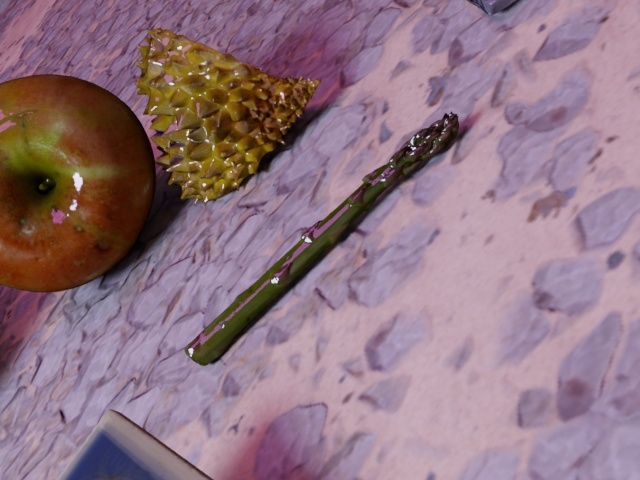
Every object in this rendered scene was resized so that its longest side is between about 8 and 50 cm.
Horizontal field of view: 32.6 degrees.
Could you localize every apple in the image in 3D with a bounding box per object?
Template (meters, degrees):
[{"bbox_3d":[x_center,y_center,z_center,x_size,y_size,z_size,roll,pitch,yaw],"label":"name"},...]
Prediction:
[{"bbox_3d":[-0.242,-0.053,0.978,0.196,0.196,0.196,-35,30,24],"label":"apple"}]

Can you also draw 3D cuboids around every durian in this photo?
[{"bbox_3d":[-0.089,-0.112,0.945,0.132,0.165,0.182,-16,45,-24],"label":"durian"}]

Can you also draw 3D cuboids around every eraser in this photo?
[{"bbox_3d":[0.120,-0.186,0.808,0.027,0.019,0.099,-31,30,2],"label":"eraser"}]

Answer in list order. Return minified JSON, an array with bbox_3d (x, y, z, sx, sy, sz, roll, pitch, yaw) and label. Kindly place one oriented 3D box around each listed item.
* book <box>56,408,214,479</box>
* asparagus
[{"bbox_3d":[-0.131,0.260,0.527,0.228,0.018,0.322,25,73,40],"label":"book"},{"bbox_3d":[0.000,0.000,0.740,0.248,0.024,0.025,-42,71,11],"label":"asparagus"}]
